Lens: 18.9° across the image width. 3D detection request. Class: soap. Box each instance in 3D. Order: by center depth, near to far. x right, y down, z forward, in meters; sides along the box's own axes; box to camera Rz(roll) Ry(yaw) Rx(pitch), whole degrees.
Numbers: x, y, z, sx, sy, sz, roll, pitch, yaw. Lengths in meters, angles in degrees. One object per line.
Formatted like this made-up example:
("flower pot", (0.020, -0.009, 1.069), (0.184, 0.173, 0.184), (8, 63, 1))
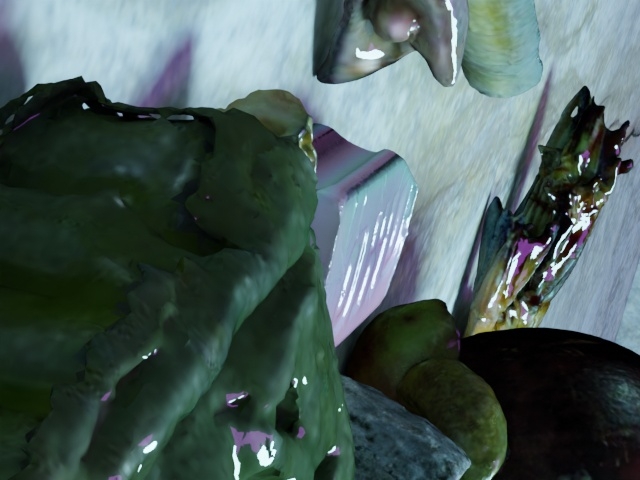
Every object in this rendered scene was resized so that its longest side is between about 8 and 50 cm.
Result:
("soap", (0.000, 0.000, 0.923), (0.149, 0.056, 0.100), (-36, 144, -67))

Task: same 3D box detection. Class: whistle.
("whistle", (0.083, -0.164, 1.016), (0.326, 0.068, 0.057), (69, 27, -69))

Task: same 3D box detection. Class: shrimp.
("shrimp", (0.162, 0.015, 1.570), (0.289, 0.075, 0.178), (-62, 166, 15))

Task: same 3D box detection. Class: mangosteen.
("mangosteen", (0.117, 0.179, 1.208), (0.288, 0.288, 0.288), (18, 90, -76))

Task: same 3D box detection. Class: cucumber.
("cucumber", (0.026, 0.114, 1.057), (0.064, 0.112, 0.064), (-58, 165, -26))

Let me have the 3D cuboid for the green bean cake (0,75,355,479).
("green bean cake", (-0.078, 0.106, 0.580), (0.241, 0.132, 0.255), (-55, 149, -47))

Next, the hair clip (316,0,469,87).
("hair clip", (0.048, -0.171, 0.821), (0.173, 0.069, 0.300), (-39, 152, -32))

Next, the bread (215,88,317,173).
("bread", (-0.044, 0.059, 0.780), (0.128, 0.088, 0.232), (-70, 163, -49))
